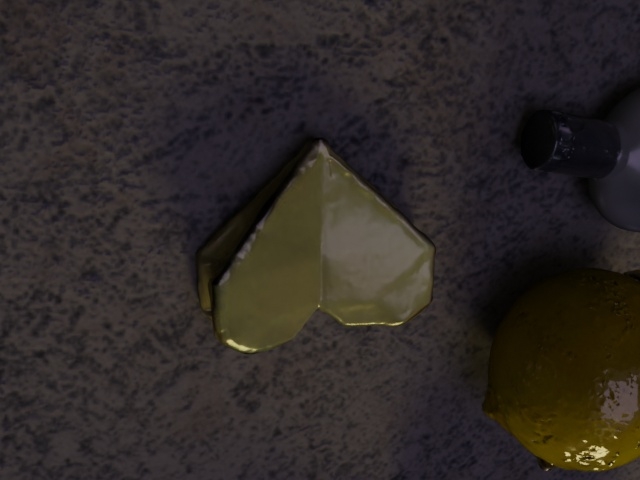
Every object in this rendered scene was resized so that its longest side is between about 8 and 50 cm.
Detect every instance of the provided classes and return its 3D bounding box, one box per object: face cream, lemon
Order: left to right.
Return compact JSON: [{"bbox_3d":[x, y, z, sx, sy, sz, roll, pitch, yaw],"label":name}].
[{"bbox_3d":[0.244,0.113,0.820,0.173,0.173,0.206,35,99,-29],"label":"lemon"},{"bbox_3d":[0.317,-0.071,0.823,0.291,0.071,0.144,4,110,-23],"label":"face cream"}]

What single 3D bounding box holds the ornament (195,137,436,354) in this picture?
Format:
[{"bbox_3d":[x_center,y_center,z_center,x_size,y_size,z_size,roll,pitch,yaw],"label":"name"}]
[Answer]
[{"bbox_3d":[0.000,0.000,0.749,0.201,0.059,0.180,-8,114,-20],"label":"ornament"}]
